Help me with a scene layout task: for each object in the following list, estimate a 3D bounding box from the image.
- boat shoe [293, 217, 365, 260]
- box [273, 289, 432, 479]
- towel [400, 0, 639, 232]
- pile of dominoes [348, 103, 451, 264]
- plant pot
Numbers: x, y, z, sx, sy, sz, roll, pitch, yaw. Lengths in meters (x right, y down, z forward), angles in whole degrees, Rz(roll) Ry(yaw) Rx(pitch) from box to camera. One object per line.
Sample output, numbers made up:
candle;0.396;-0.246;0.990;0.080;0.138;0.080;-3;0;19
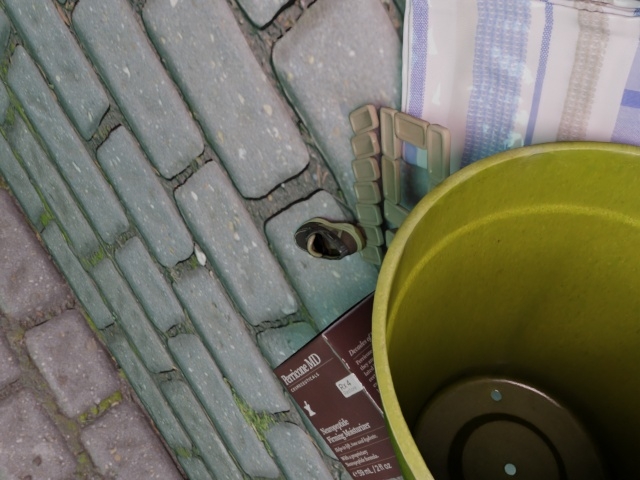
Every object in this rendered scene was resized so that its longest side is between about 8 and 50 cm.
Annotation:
boat shoe;0.000;0.000;0.824;0.152;0.049;0.056;-2;113;56
box;0.080;0.194;0.788;0.203;0.167;0.168;52;141;7
towel;0.198;-0.133;0.547;0.285;0.034;0.209;25;132;34
pile of dominoes;0.104;-0.044;0.690;0.196;0.040;0.251;42;145;52
plant pot;0.213;0.166;0.510;0.366;0.366;0.353;38;152;22
